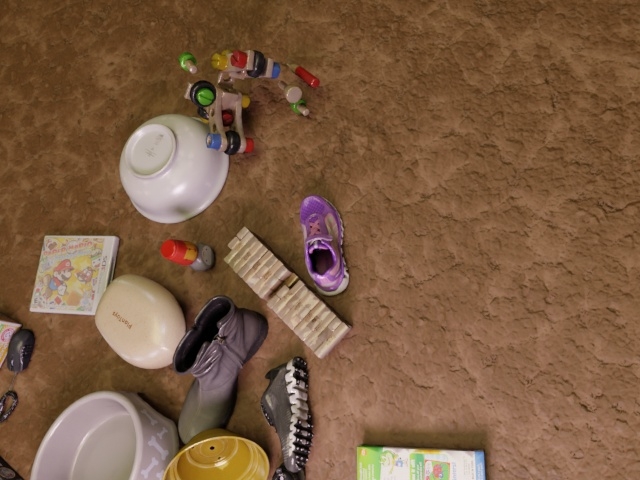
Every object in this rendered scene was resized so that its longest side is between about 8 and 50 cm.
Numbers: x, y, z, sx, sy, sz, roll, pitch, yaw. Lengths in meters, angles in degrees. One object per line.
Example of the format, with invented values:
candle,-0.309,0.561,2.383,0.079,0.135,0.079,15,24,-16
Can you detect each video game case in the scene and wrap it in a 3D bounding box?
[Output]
video game case,-0.640,0.088,1.487,0.227,0.026,0.206,0,75,18

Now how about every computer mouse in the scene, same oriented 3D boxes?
computer mouse,-0.792,0.344,1.459,0.071,0.041,0.241,7,79,19

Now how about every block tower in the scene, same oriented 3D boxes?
block tower,-0.073,0.115,1.264,0.091,0.097,0.335,-48,65,1

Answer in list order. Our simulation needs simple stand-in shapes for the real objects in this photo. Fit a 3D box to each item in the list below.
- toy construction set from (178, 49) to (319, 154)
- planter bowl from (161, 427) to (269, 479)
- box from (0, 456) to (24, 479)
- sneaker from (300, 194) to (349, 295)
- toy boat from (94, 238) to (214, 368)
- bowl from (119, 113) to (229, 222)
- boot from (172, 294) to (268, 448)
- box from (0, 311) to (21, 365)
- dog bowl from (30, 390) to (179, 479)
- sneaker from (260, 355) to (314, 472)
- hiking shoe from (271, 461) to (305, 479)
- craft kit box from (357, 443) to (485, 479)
toy construction set,-0.190,-0.374,1.384,0.309,0.257,0.237,-19,42,-20
planter bowl,-0.221,0.461,1.193,0.217,0.217,0.090,-40,30,4
box,-0.775,0.672,1.355,0.270,0.060,0.216,29,85,22
sneaker,0.000,0.000,1.264,0.095,0.104,0.236,-17,70,14
toy boat,-0.369,0.139,1.338,0.268,0.148,0.318,35,95,28
bowl,-0.390,-0.200,1.428,0.298,0.134,0.297,-4,75,17
boot,-0.249,0.278,1.204,0.118,0.223,0.337,20,82,21
box,-0.886,0.280,1.466,0.103,0.114,0.203,21,82,23
dog bowl,-0.477,0.487,1.235,0.349,0.102,0.348,-14,56,21
sneaker,-0.076,0.365,1.197,0.106,0.078,0.234,-19,55,22
hiking shoe,-0.078,0.561,1.131,0.086,0.114,0.226,-8,73,16
craft kit box,0.193,0.524,1.088,0.247,0.061,0.249,-3,75,15
